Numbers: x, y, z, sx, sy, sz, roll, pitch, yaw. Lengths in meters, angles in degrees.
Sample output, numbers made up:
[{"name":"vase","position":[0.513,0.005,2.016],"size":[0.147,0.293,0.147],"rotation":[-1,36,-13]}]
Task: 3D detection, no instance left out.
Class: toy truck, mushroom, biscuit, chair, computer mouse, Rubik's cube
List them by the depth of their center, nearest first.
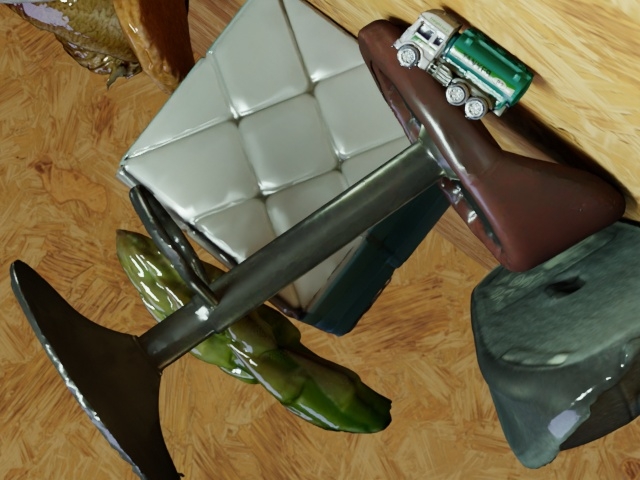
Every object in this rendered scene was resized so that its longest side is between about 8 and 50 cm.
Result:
[{"name":"toy truck","position":[0.088,-0.109,1.159],"size":[0.083,0.044,0.039],"rotation":[38,-159,7]},{"name":"chair","position":[0.000,0.000,1.376],"size":[0.226,0.401,0.226],"rotation":[57,180,1]},{"name":"computer mouse","position":[0.212,0.076,1.406],"size":[0.114,0.203,0.374],"rotation":[57,-177,-10]},{"name":"biscuit","position":[-0.165,-0.236,1.662],"size":[0.186,0.036,0.192],"rotation":[46,-149,-67]},{"name":"Rubik's cube","position":[-0.013,-0.068,1.724],"size":[0.221,0.231,0.224],"rotation":[39,-178,13]},{"name":"mushroom","position":[-0.261,-0.292,2.061],"size":[0.278,0.163,0.297],"rotation":[38,-177,-45]}]

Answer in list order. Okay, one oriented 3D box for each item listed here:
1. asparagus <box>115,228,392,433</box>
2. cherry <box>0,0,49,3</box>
[{"name":"asparagus","position":[-0.068,0.084,1.633],"size":[0.287,0.080,0.080],"rotation":[39,179,-7]},{"name":"cherry","position":[-0.181,-0.228,0.984],"size":[0.213,0.183,0.266],"rotation":[27,162,5]}]
